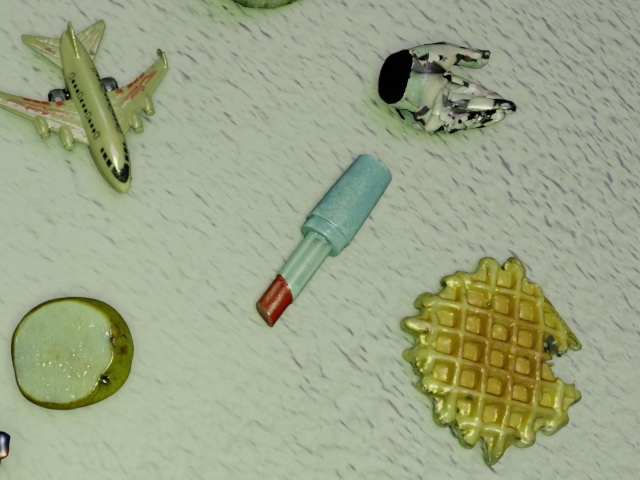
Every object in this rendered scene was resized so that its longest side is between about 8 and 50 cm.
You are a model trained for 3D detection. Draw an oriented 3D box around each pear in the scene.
[{"bbox_3d":[-0.287,0.135,1.117,0.141,0.104,0.141,-2,72,7],"label":"pear"}]

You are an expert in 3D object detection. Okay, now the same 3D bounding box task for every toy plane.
[{"bbox_3d":[-0.290,-0.168,1.209,0.229,0.092,0.244,-17,81,-23],"label":"toy plane"}]

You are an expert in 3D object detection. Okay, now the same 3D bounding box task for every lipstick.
[{"bbox_3d":[0.000,0.000,1.266,0.068,0.061,0.274,39,67,-5],"label":"lipstick"}]

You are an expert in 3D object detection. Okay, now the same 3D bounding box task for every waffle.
[{"bbox_3d":[0.240,0.160,1.298,0.250,0.056,0.261,-33,88,-23],"label":"waffle"}]

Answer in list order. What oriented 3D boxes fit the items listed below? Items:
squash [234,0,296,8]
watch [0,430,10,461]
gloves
[{"bbox_3d":[-0.100,-0.533,1.307,0.310,0.310,0.309,-31,66,-23],"label":"squash"},{"bbox_3d":[-0.460,0.187,1.025,0.196,0.171,0.200,-3,64,-30],"label":"watch"},{"bbox_3d":[0.184,-0.214,1.370,0.212,0.111,0.127,13,63,-44],"label":"gloves"}]
